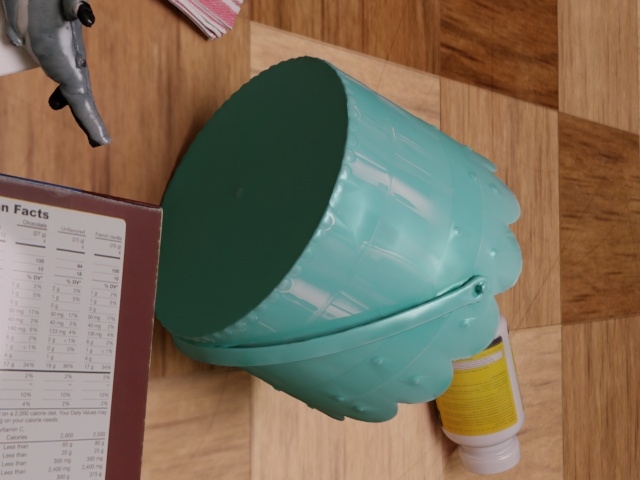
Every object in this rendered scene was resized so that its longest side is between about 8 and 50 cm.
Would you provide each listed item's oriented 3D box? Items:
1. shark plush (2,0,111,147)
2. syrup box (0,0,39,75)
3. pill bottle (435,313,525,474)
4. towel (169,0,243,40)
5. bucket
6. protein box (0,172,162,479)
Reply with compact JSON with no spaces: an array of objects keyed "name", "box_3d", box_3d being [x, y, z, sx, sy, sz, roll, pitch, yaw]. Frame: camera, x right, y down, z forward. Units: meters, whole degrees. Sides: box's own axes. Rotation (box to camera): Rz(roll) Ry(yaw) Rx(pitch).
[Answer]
[{"name":"shark plush","box_3d":[-0.165,-0.137,0.511,0.073,0.067,0.161,-10,95,-50]},{"name":"syrup box","box_3d":[-0.291,-0.120,0.488,0.237,0.096,0.093,-31,113,-47]},{"name":"pill bottle","box_3d":[0.189,0.183,1.016,0.103,0.103,0.184,-27,109,-46]},{"name":"towel","box_3d":[-0.114,-0.297,0.750,0.144,0.029,0.197,32,63,-43]},{"name":"bucket","box_3d":[0.000,0.000,0.691,0.183,0.281,0.281,29,67,-35]},{"name":"protein box","box_3d":[-0.198,0.077,0.410,0.136,0.200,0.201,13,78,-48]}]
